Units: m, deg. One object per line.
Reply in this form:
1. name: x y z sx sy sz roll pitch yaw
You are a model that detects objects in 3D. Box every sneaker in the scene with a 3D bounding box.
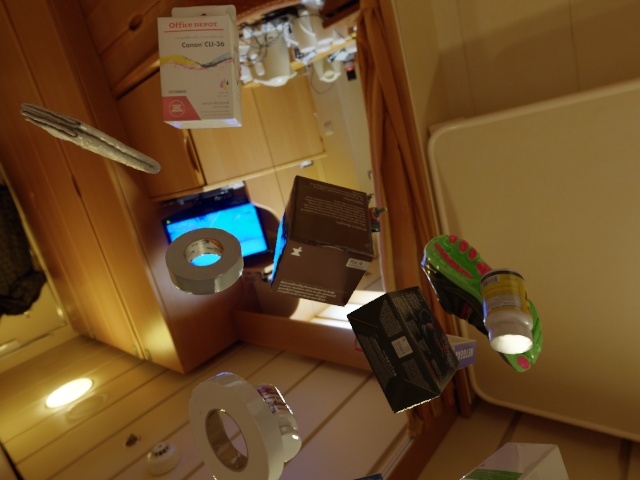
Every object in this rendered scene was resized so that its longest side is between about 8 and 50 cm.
1. sneaker: 0.510 0.193 1.289 0.185 0.482 0.202 -29 163 -17

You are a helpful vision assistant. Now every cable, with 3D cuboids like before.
1. cable: 0.052 -0.057 1.054 0.140 0.072 0.287 27 158 -30

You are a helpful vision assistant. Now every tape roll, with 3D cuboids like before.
1. tape roll: -0.344 0.057 1.199 0.220 0.072 0.219 2 -136 -2
2. tape roll: -0.280 0.621 1.282 0.392 0.391 0.072 -3 -173 39

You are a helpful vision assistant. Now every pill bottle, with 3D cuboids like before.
1. pill bottle: -0.191 0.715 1.581 0.170 0.169 0.302 -20 -157 -22
2. pill bottle: 0.500 0.187 1.076 0.119 0.119 0.208 -8 -136 24

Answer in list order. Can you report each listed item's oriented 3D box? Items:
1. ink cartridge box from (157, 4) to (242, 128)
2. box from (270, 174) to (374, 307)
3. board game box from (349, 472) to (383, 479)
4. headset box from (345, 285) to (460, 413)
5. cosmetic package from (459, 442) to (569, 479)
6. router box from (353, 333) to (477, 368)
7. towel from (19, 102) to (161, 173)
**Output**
1. ink cartridge box: -0.192 -0.287 0.644 0.116 0.197 0.067 -2 -175 2
2. box: 0.000 0.000 0.845 0.169 0.167 0.203 14 -137 -11
3. board game box: 0.051 0.637 1.010 0.202 0.136 0.035 -7 -127 -11
4. headset box: 0.203 0.227 0.913 0.110 0.217 0.293 -33 164 22
5. cosmetic package: 0.654 0.813 1.329 0.366 0.155 0.197 -1 162 -43
6. router box: 0.323 0.347 1.327 0.302 0.082 0.336 5 173 34
7. towel: -0.543 -0.236 0.970 0.187 0.049 0.282 22 178 17
